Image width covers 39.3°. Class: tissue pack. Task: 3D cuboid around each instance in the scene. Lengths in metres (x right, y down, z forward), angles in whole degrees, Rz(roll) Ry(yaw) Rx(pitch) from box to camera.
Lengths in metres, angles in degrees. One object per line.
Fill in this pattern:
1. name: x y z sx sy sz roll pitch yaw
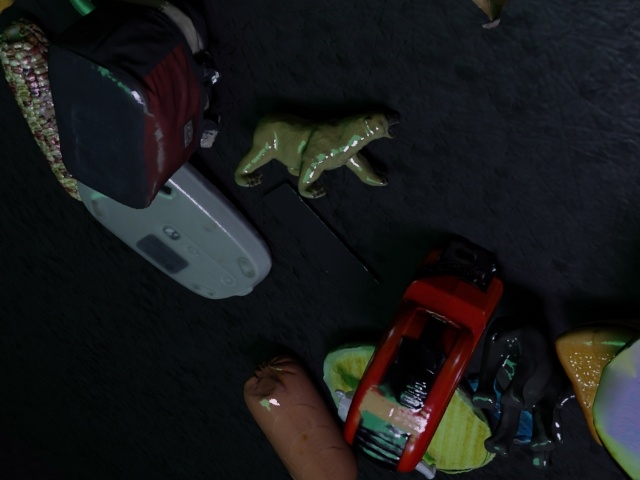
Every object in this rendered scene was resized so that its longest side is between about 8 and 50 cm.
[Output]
1. tissue pack: 0.272 0.244 1.281 0.138 0.028 0.085 48 144 -18

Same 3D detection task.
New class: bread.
1. bread: 0.365 0.170 1.069 0.116 0.077 0.200 0 128 44
2. bread: 0.139 0.259 1.403 0.301 0.045 0.301 24 145 18

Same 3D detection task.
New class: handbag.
1. handbag: -0.221 -0.180 1.117 0.181 0.181 0.254 25 143 14

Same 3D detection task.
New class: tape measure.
1. tape measure: 0.123 0.160 1.137 0.114 0.260 0.253 26 149 13

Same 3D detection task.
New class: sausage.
1. sausage: -0.033 0.329 1.571 0.121 0.121 0.304 3 132 40

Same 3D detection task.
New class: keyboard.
1. keyboard: 0.001 -0.001 1.264 0.196 0.015 0.074 46 141 -11

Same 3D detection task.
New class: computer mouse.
1. computer mouse: -0.215 -0.039 1.349 0.197 0.095 0.331 -23 124 37

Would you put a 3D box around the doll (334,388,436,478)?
1. doll: 0.095 0.298 1.404 0.114 0.057 0.227 3 144 47

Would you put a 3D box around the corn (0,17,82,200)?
1. corn: -0.391 -0.190 1.341 0.098 0.098 0.290 9 132 36

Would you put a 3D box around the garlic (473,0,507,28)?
1. garlic: 0.107 -0.293 0.762 0.206 0.128 0.115 43 102 -12

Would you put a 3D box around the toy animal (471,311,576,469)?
1. toy animal: 0.264 0.191 1.116 0.114 0.146 0.245 6 138 22

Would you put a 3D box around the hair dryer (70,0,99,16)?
1. hair dryer: -0.283 -0.320 1.142 0.199 0.067 0.167 37 141 -15

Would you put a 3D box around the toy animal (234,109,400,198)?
1. toy animal: -0.004 -0.113 1.092 0.218 0.103 0.101 12 114 39

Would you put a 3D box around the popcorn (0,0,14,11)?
1. popcorn: -0.397 -0.394 1.004 0.280 0.297 0.316 10 -170 -21

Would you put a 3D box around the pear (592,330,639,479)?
1. pear: 0.487 0.158 0.866 0.398 0.165 0.399 24 143 20
